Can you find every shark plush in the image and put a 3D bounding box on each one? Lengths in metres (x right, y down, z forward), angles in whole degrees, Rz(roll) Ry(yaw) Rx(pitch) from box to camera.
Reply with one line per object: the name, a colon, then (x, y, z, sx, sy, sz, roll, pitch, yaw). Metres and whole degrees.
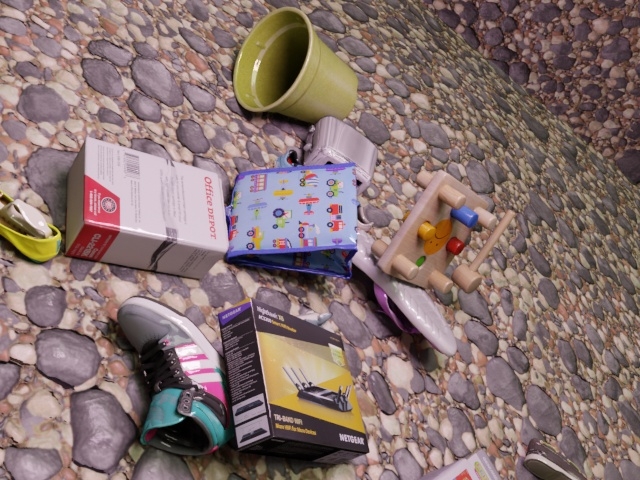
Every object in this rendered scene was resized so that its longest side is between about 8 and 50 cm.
shark plush: (-0.032, 0.189, 1.333, 0.161, 0.073, 0.067, -8, 94, -50)

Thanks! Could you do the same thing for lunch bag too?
lunch bag: (-0.073, -0.050, 1.389, 0.292, 0.138, 0.221, 3, 58, -4)

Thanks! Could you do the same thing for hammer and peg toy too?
hammer and peg toy: (0.294, -0.009, 1.514, 0.127, 0.266, 0.361, 39, 12, 37)

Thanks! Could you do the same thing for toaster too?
toaster: (0.057, -0.206, 1.682, 0.226, 0.129, 0.147, 32, 45, -21)

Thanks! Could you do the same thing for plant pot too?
plant pot: (-0.043, -0.423, 1.691, 0.253, 0.276, 0.276, 18, 46, -46)

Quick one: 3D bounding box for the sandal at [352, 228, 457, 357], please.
sandal: (0.160, 0.120, 1.532, 0.416, 0.102, 0.169, 48, 23, 5)

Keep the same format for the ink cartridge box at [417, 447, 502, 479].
ink cartridge box: (0.277, 0.593, 1.212, 0.271, 0.130, 0.310, -12, 67, -45)

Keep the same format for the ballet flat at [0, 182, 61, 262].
ballet flat: (-0.527, -0.054, 1.064, 0.231, 0.077, 0.077, 38, 41, -11)

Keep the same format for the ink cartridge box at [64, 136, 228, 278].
ink cartridge box: (-0.325, -0.055, 1.218, 0.272, 0.114, 0.197, 13, 49, -34)

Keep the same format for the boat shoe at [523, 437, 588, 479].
boat shoe: (0.592, 0.564, 1.560, 0.227, 0.081, 0.069, 38, 44, -8)

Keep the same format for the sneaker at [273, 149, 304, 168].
sneaker: (-0.067, -0.153, 1.564, 0.063, 0.073, 0.162, 6, 54, -39)

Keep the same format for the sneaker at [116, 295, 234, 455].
sneaker: (-0.250, 0.237, 1.047, 0.295, 0.124, 0.178, 45, 30, -5)

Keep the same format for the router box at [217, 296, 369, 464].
router box: (-0.043, 0.261, 1.160, 0.308, 0.081, 0.243, 31, 37, -51)

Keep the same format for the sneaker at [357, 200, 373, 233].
sneaker: (0.058, -0.089, 1.616, 0.185, 0.084, 0.069, 49, 39, 2)
